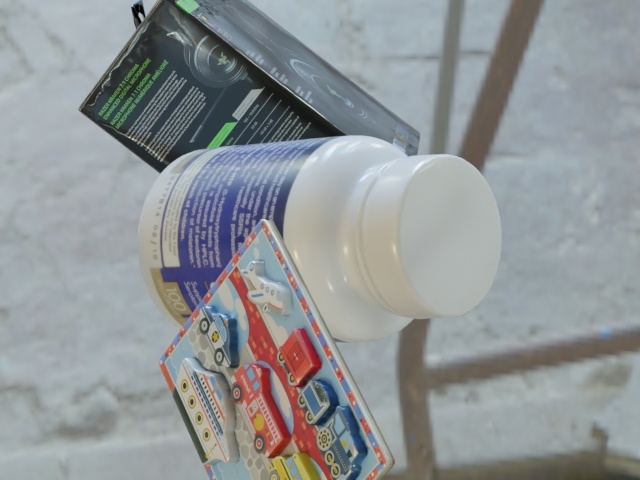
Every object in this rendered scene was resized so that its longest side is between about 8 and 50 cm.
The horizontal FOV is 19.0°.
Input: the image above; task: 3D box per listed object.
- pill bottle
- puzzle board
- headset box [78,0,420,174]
[{"bbox_3d":[0.000,0.000,1.036,0.186,0.112,0.112,-3,40,45],"label":"pill bottle"},{"bbox_3d":[-0.024,0.069,0.786,0.011,0.096,0.128,6,44,-40],"label":"puzzle board"},{"bbox_3d":[-0.063,-0.112,1.708,0.283,0.131,0.246,37,14,-4],"label":"headset box"}]
